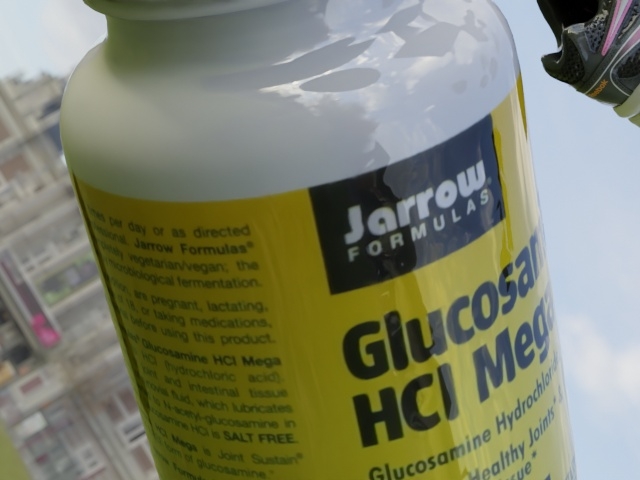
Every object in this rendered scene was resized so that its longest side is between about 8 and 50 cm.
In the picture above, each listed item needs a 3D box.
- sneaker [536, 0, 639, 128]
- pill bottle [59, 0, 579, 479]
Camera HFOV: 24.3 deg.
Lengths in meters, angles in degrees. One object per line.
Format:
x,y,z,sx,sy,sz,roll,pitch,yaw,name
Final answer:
0.148,-0.144,0.762,0.072,0.077,0.178,126,-25,-48,sneaker
0.000,0.000,0.625,0.188,0.188,0.334,38,-35,58,pill bottle
